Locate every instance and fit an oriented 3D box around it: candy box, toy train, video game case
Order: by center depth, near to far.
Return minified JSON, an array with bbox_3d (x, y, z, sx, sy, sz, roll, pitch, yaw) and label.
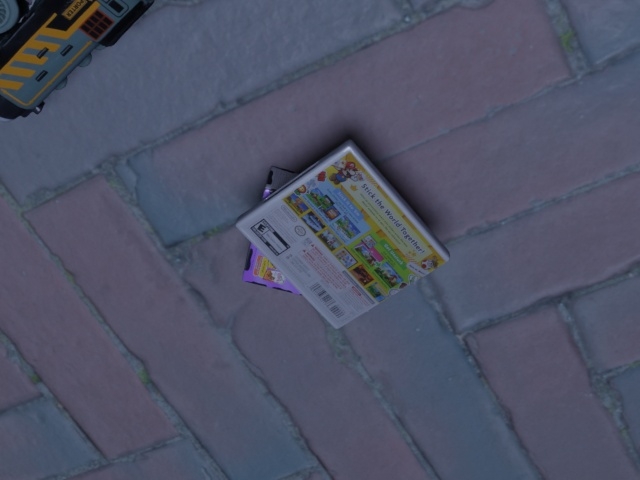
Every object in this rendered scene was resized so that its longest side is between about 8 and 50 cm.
[{"bbox_3d":[-0.362,-0.285,1.278,0.334,0.142,0.190,-38,123,25],"label":"toy train"},{"bbox_3d":[0.031,-0.002,1.408,0.206,0.026,0.227,-33,113,23],"label":"video game case"},{"bbox_3d":[0.000,0.000,1.470,0.196,0.070,0.165,15,123,-5],"label":"candy box"}]
